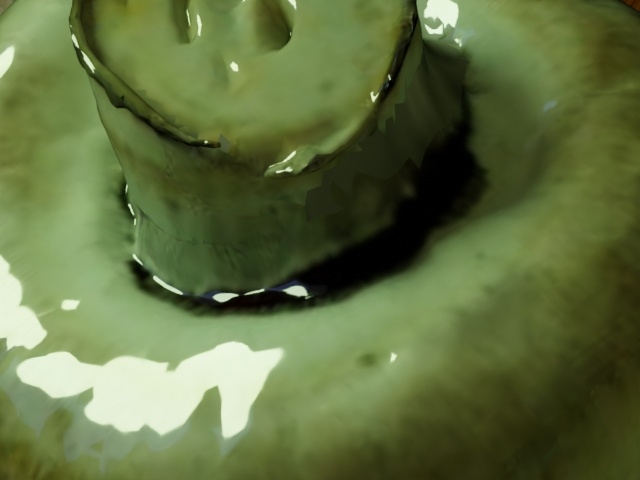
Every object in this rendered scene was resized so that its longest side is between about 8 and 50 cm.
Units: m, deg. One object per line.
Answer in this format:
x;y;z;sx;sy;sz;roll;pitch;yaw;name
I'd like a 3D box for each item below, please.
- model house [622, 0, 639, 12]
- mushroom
0.135;-0.159;0.907;0.136;0.219;0.207;-65;12;-16;model house
0.000;0.000;0.748;0.260;0.352;0.352;76;-146;-52;mushroom
